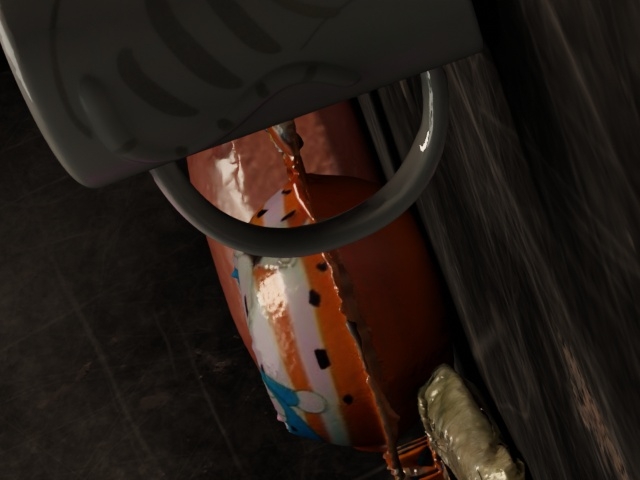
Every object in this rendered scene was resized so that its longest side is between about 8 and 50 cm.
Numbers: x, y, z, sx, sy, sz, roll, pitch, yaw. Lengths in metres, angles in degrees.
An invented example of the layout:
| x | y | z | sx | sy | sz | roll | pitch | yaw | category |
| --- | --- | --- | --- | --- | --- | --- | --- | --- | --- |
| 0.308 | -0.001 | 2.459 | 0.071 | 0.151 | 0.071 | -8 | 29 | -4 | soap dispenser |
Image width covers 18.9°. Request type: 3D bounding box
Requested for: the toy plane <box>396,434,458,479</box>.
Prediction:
| x | y | z | sx | sy | sz | roll | pitch | yaw | category |
| --- | --- | --- | --- | --- | --- | --- | --- | --- | --- |
| 0.105 | 0.181 | 1.467 | 0.188 | 0.062 | 0.135 | 43 | -156 | -59 | toy plane |

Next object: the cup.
| x | y | z | sx | sy | sz | roll | pitch | yaw | category |
| --- | --- | --- | --- | --- | --- | --- | --- | --- | --- |
| -0.020 | -0.064 | 0.572 | 0.099 | 0.133 | 0.136 | 43 | -152 | -83 | cup |

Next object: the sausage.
| x | y | z | sx | sy | sz | roll | pitch | yaw | category |
| --- | --- | --- | --- | --- | --- | --- | --- | --- | --- |
| -0.015 | -0.009 | 1.502 | 0.152 | 0.152 | 0.280 | 77 | 175 | -87 | sausage |

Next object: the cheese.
| x | y | z | sx | sy | sz | roll | pitch | yaw | category |
| --- | --- | --- | --- | --- | --- | --- | --- | --- | --- |
| 0.000 | 0.000 | 1.250 | 0.217 | 0.129 | 0.329 | -116 | 7 | -76 | cheese |

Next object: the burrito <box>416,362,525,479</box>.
| x | y | z | sx | sy | sz | roll | pitch | yaw | category |
| --- | --- | --- | --- | --- | --- | --- | --- | --- | --- |
| 0.090 | 0.122 | 1.119 | 0.171 | 0.042 | 0.051 | -115 | 15 | -69 | burrito |
